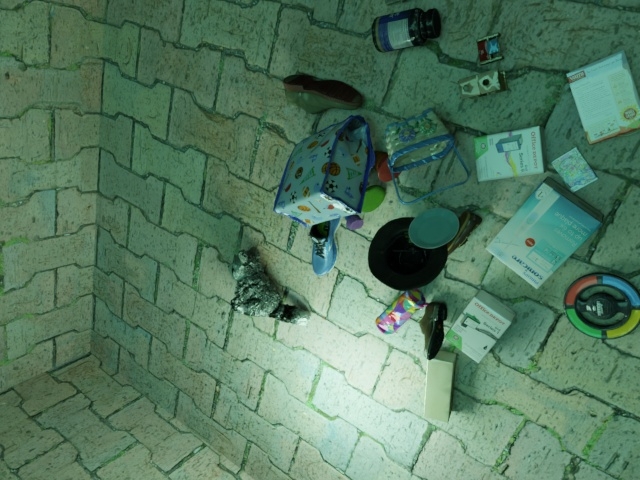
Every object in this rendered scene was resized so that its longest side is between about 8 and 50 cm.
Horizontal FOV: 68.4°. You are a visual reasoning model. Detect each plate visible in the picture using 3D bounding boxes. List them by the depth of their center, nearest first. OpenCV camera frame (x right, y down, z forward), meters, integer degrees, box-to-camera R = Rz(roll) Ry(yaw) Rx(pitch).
[{"bbox_3d":[0.420,-0.042,1.744,0.188,0.188,0.024,3,145,32],"label":"plate"}]

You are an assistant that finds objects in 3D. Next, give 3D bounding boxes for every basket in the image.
[{"bbox_3d":[0.351,-0.292,1.654,0.254,0.201,0.289,-22,82,2],"label":"basket"}]

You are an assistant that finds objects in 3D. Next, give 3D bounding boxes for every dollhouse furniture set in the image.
[{"bbox_3d":[0.524,-0.570,1.544,0.128,0.129,0.184,-6,101,33],"label":"dollhouse furniture set"}]

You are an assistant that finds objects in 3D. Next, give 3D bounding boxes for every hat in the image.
[{"bbox_3d":[0.336,0.073,1.799,0.331,0.331,0.134,15,150,29],"label":"hat"}]

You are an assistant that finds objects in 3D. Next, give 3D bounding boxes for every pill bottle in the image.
[{"bbox_3d":[0.300,-0.737,1.646,0.219,0.122,0.123,2,104,31],"label":"pill bottle"}]

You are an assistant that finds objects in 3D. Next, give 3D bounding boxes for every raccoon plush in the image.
[{"bbox_3d":[-0.238,0.205,2.256,0.446,0.216,0.299,11,96,-1],"label":"raccoon plush"}]

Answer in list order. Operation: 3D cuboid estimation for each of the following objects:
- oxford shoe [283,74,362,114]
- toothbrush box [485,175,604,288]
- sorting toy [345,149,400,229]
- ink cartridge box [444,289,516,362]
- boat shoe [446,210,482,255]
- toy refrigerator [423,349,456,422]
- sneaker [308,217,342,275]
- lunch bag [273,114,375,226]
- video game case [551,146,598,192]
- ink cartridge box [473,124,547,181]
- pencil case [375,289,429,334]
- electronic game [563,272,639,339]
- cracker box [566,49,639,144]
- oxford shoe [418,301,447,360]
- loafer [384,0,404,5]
[{"bbox_3d":[0.012,-0.571,1.901,0.348,0.123,0.130,24,141,24],"label":"oxford shoe"},{"bbox_3d":[0.734,-0.026,1.558,0.216,0.126,0.296,42,124,16],"label":"toothbrush box"},{"bbox_3d":[0.188,-0.216,1.886,0.126,0.127,0.366,54,125,37],"label":"sorting toy"},{"bbox_3d":[0.596,0.319,1.762,0.160,0.092,0.219,36,120,19],"label":"ink cartridge box"},{"bbox_3d":[0.515,-0.013,1.737,0.073,0.073,0.207,20,126,-15],"label":"boat shoe"},{"bbox_3d":[0.485,0.585,1.907,0.102,0.094,0.270,6,107,24],"label":"toy refrigerator"},{"bbox_3d":[0.000,0.000,2.021,0.129,0.147,0.330,16,112,28],"label":"sneaker"},{"bbox_3d":[0.026,-0.274,1.827,0.327,0.238,0.386,-13,58,47],"label":"lunch bag"},{"bbox_3d":[0.820,-0.227,1.521,0.087,0.011,0.122,-36,83,34],"label":"video game case"},{"bbox_3d":[0.633,-0.289,1.574,0.212,0.093,0.154,-4,100,31],"label":"ink cartridge box"},{"bbox_3d":[0.327,0.291,1.923,0.104,0.104,0.236,49,125,12],"label":"pencil case"},{"bbox_3d":[0.927,0.217,1.551,0.229,0.048,0.229,9,108,30],"label":"electronic game"},{"bbox_3d":[0.856,-0.424,1.412,0.155,0.067,0.232,-17,94,34],"label":"cracker box"},{"bbox_3d":[0.435,0.356,1.862,0.096,0.082,0.227,1,74,48],"label":"oxford shoe"},{"bbox_3d":[0.285,-0.863,1.675,0.125,0.045,0.039,14,127,36],"label":"loafer"}]
